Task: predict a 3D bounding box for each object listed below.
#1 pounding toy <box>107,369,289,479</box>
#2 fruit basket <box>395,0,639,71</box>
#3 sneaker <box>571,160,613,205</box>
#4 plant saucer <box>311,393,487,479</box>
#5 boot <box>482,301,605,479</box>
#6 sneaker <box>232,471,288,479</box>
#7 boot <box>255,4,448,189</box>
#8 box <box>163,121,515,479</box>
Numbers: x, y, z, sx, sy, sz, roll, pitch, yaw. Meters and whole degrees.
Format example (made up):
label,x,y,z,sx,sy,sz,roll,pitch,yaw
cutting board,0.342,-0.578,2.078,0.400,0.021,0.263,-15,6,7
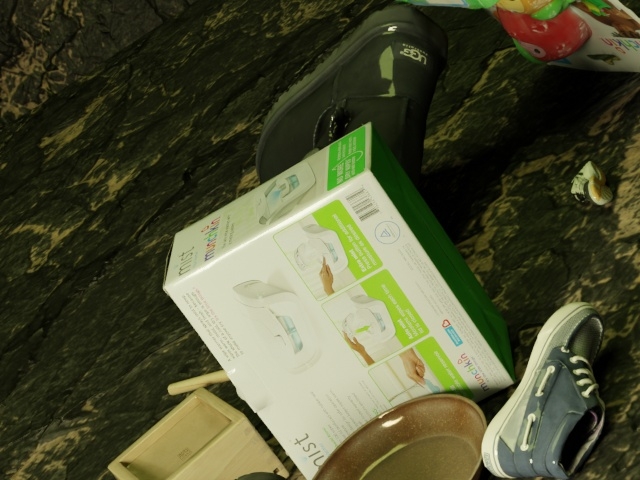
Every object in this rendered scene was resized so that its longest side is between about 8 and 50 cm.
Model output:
label,x,y,z,sx,sy,sz,roll,pitch,yaw
pounding toy,-0.101,0.203,1.934,0.206,0.094,0.181,-40,23,-13
fruit basket,0.215,-0.279,2.143,0.165,0.353,0.327,-53,26,-10
sneaker,0.280,-0.050,1.995,0.037,0.032,0.083,-43,14,18
plant saucer,0.072,0.220,1.715,0.198,0.036,0.198,-30,26,16
boot,0.220,0.133,1.666,0.086,0.069,0.190,1,49,45
sneaker,-0.079,0.325,1.553,0.130,0.109,0.286,9,71,58
boot,0.001,-0.001,2.150,0.367,0.146,0.445,126,160,-48
box,0.020,0.066,1.817,0.231,0.262,0.127,-30,22,16
